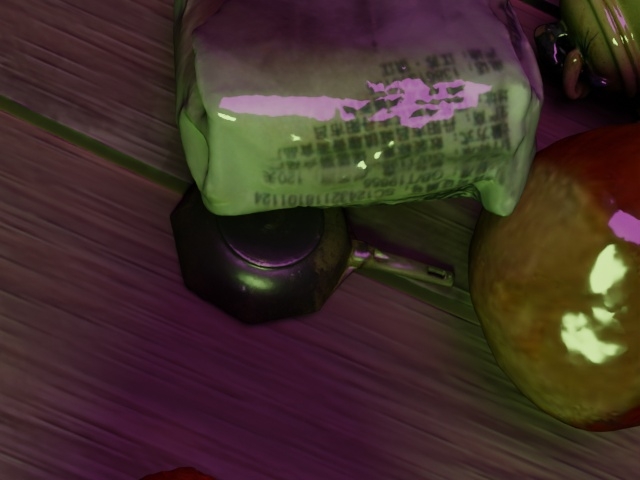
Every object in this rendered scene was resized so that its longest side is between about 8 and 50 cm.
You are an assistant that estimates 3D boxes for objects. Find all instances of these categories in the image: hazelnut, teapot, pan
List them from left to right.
[{"bbox_3d":[-0.003,-0.015,0.803,0.202,0.048,0.128,-10,73,-17],"label":"pan"},{"bbox_3d":[0.198,0.021,0.779,0.186,0.210,0.210,-3,70,10],"label":"hazelnut"},{"bbox_3d":[0.256,-0.189,0.881,0.182,0.173,0.269,-25,49,11],"label":"teapot"}]

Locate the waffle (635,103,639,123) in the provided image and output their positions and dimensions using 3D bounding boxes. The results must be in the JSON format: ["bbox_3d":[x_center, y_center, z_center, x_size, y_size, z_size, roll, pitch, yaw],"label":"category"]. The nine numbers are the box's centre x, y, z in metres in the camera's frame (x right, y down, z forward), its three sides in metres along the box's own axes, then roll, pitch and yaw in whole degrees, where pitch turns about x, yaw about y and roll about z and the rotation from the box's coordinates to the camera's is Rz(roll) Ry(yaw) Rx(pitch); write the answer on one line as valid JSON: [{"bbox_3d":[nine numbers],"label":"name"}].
[{"bbox_3d":[0.300,-0.091,0.920,0.085,0.016,0.078,43,67,5],"label":"waffle"}]

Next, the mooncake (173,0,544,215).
[{"bbox_3d":[0.024,-0.113,0.766,0.254,0.136,0.250,1,41,-5],"label":"mooncake"}]

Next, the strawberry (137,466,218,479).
[{"bbox_3d":[-0.075,0.247,0.572,0.257,0.257,0.277,-12,116,-17],"label":"strawberry"}]
